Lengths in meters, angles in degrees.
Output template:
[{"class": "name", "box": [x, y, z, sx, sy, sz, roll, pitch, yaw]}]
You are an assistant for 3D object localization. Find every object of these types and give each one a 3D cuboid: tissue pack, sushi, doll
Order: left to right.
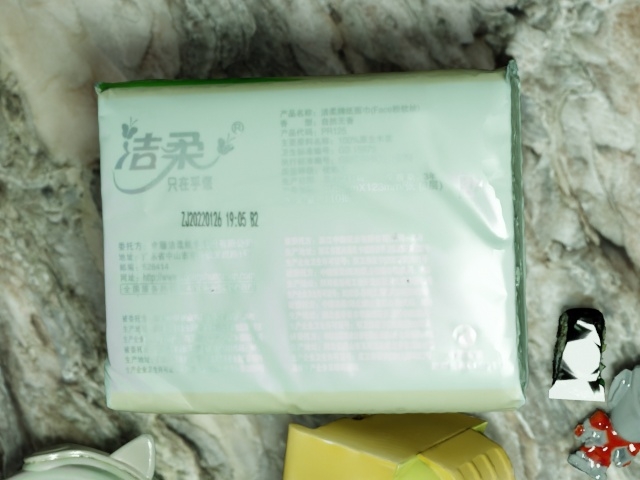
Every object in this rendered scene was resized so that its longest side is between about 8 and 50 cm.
[{"class": "tissue pack", "box": [0.000, 0.000, 1.585, 0.404, 0.205, 0.332, -1, 93, 12]}, {"class": "sushi", "box": [0.258, 0.111, 1.613, 0.056, 0.084, 0.083, 2, 98, 9]}, {"class": "doll", "box": [0.317, 0.175, 1.619, 0.094, 0.079, 0.180, 36, 115, -11]}]

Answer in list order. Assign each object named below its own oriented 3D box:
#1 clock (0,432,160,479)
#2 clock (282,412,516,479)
[{"class": "clock", "box": [-0.256, 0.350, 1.729, 0.324, 0.108, 0.265, -38, 88, 12]}, {"class": "clock", "box": [0.058, 0.331, 1.609, 0.200, 0.244, 0.317, 22, 106, 28]}]
